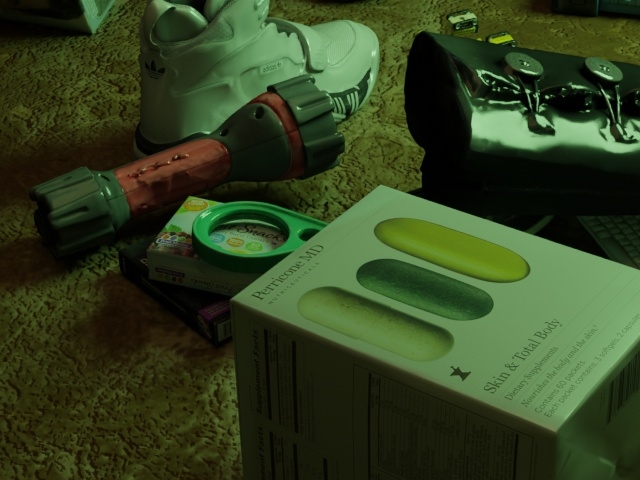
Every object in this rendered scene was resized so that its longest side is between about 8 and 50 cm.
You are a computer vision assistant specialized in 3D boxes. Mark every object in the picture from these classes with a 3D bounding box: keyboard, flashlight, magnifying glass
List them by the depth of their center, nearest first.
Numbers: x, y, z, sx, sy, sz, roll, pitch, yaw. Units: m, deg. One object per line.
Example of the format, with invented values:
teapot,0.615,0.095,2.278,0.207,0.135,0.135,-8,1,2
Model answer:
magnifying glass,0.000,0.000,1.347,0.231,0.026,0.092,5,33,-1
keyboard,0.322,0.032,1.406,0.072,0.014,0.256,-9,33,-12
flashlight,-0.129,-0.070,1.484,0.304,0.103,0.103,-22,48,-19

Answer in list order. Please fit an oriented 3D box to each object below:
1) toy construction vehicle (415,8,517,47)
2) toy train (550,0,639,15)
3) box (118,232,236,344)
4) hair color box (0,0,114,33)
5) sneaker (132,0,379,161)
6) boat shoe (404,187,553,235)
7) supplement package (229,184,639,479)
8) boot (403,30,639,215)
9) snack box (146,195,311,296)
toy construction vehicle,0.176,-0.239,1.829,0.098,0.035,0.086,-17,46,-18
toy train,0.382,-0.333,1.925,0.184,0.080,0.105,10,43,14
box,-0.099,0.032,1.413,0.116,0.029,0.162,-24,38,-32
hair color box,-0.453,-0.392,1.933,0.374,0.185,0.114,11,55,20
sneaker,-0.061,-0.217,1.634,0.137,0.210,0.366,23,40,33
boat shoe,0.155,-0.037,1.466,0.233,0.079,0.084,-23,36,-32
supplement package,0.099,0.117,1.110,0.262,0.198,0.199,20,39,31
boot,0.295,-0.148,1.514,0.445,0.146,0.367,0,32,-12
snack box,-0.075,0.010,1.382,0.141,0.037,0.100,12,33,14
